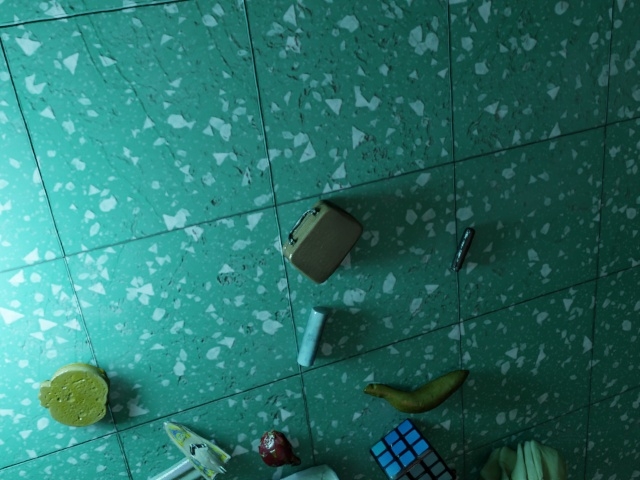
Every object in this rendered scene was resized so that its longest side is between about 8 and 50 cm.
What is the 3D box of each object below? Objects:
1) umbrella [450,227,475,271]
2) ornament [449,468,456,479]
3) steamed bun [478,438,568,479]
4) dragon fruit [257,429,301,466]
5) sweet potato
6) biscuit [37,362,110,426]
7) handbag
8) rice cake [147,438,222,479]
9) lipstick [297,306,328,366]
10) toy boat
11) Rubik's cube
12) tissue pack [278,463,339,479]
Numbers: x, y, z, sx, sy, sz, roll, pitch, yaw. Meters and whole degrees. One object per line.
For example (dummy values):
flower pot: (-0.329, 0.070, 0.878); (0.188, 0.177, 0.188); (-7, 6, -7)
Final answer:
umbrella: (0.400, 0.026, 1.899); (0.036, 0.031, 0.133); (13, 106, -24)
ornament: (0.426, 0.838, 2.219); (0.081, 0.088, 0.203); (-14, 104, 9)
steamed bun: (0.641, 0.772, 2.177); (0.289, 0.276, 0.203); (-34, 110, 21)
dragon fruit: (-0.111, 0.600, 1.891); (0.094, 0.094, 0.190); (-35, 131, -6)
sweet potato: (0.287, 0.455, 2.003); (0.346, 0.079, 0.108); (-4, 83, -19)
biscuit: (-0.587, 0.365, 1.621); (0.170, 0.050, 0.170); (-5, 114, -12)
handbag: (0.000, 0.000, 1.702); (0.151, 0.072, 0.193); (33, 98, -30)
rice cake: (-0.362, 0.620, 1.818); (0.222, 0.042, 0.080); (-30, 120, -8)
lipstick: (-0.021, 0.256, 1.808); (0.048, 0.048, 0.157); (9, 106, -25)
toy boat: (-0.328, 0.540, 1.768); (0.210, 0.066, 0.084); (40, 80, -4)
Rubik's cube: (0.270, 0.663, 2.026); (0.161, 0.162, 0.163); (-37, 121, -4)
tissue pack: (-0.047, 0.854, 1.973); (0.242, 0.160, 0.338); (-13, 116, -22)
